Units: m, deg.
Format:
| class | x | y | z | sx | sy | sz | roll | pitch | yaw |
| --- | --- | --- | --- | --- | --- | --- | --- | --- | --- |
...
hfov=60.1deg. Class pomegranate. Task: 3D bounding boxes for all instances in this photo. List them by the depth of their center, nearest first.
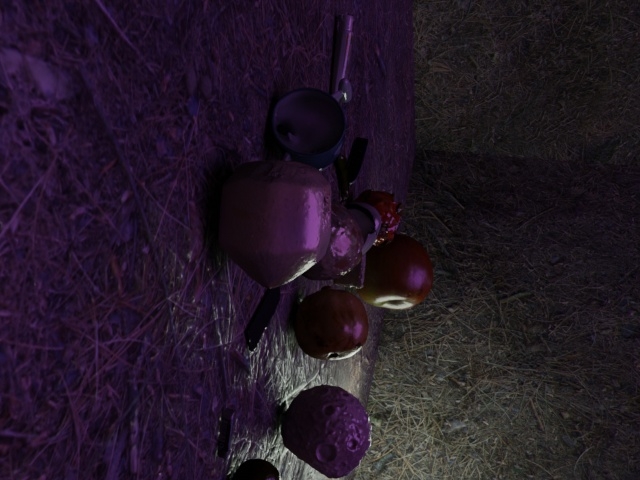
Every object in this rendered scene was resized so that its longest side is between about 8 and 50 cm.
| class | x | y | z | sx | sy | sz | roll | pitch | yaw |
| --- | --- | --- | --- | --- | --- | --- | --- | --- | --- |
| pomegranate | 0.028 | 0.234 | 1.583 | 0.215 | 0.215 | 0.215 | 7 | 90 | -75 |

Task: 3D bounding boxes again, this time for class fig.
| class | x | y | z | sx | sy | sz | roll | pitch | yaw |
| --- | --- | --- | --- | --- | --- | --- | --- | --- | --- |
| fig | -0.162 | 0.571 | 1.219 | 0.177 | 0.117 | 0.117 | -55 | 151 | -35 |

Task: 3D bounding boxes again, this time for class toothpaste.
| class | x | y | z | sx | sy | sz | roll | pitch | yaw |
| --- | --- | --- | --- | --- | --- | --- | --- | --- | --- |
| toothpaste | 0.060 | -0.504 | 1.652 | 0.056 | 0.058 | 0.314 | 29 | -65 | 58 |

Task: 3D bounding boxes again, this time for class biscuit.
| class | x | y | z | sx | sy | sz | roll | pitch | yaw |
| --- | --- | --- | --- | --- | --- | --- | --- | --- | --- |
| biscuit | 0.111 | 0.053 | 1.985 | 0.062 | 0.108 | 0.239 | -50 | 144 | -68 |

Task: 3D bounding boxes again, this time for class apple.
| class | x | y | z | sx | sy | sz | roll | pitch | yaw |
| --- | --- | --- | --- | --- | --- | --- | --- | --- | --- |
| apple | 0.299 | 0.124 | 2.307 | 0.339 | 0.339 | 0.339 | 7 | 90 | -75 |

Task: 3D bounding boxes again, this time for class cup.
| class | x | y | z | sx | sy | sz | roll | pitch | yaw |
| --- | --- | --- | --- | --- | --- | --- | --- | --- | --- |
| cup | -0.022 | -0.235 | 1.260 | 0.299 | 0.167 | 0.173 | -53 | 170 | -9 |

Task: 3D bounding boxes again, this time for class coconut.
| class | x | y | z | sx | sy | sz | roll | pitch | yaw |
| --- | --- | --- | --- | --- | --- | --- | --- | --- | --- |
| coconut | -0.081 | -0.029 | 1.022 | 0.224 | 0.224 | 0.234 | -10 | 94 | -75 |

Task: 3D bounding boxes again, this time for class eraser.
| class | x | y | z | sx | sy | sz | roll | pitch | yaw |
| --- | --- | --- | --- | --- | --- | --- | --- | --- | --- |
| eraser | -0.194 | 0.399 | 1.145 | 0.019 | 0.027 | 0.099 | 4 | 92 | -68 |

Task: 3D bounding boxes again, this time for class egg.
| class | x | y | z | sx | sy | sz | roll | pitch | yaw |
| --- | --- | --- | --- | --- | --- | --- | --- | --- | --- |
| egg | 0.000 | 0.000 | 1.368 | 0.245 | 0.203 | 0.203 | 27 | 70 | -57 |

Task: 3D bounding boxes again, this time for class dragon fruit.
| class | x | y | z | sx | sy | sz | roll | pitch | yaw |
| --- | --- | --- | --- | --- | --- | --- | --- | --- | --- |
| dragon fruit | 0.203 | -0.079 | 2.076 | 0.227 | 0.224 | 0.224 | -67 | 159 | -49 |

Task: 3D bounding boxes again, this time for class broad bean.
| class | x | y | z | sx | sy | sz | roll | pitch | yaw |
| --- | --- | --- | --- | --- | --- | --- | --- | --- | --- |
| broad bean | 0.076 | -0.214 | 1.867 | 0.227 | 0.039 | 0.069 | 82 | 26 | -46 |

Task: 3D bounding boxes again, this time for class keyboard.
| class | x | y | z | sx | sy | sz | roll | pitch | yaw |
| --- | --- | --- | --- | --- | --- | --- | --- | --- | --- |
| keyboard | -0.133 | 0.171 | 1.302 | 0.196 | 0.015 | 0.074 | -65 | 153 | -50 |

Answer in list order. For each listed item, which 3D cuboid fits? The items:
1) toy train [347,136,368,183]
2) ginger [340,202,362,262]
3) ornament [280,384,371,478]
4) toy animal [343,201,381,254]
| class | x | y | z | sx | sy | sz | roll | pitch | yaw |
| --- | --- | --- | --- | --- | --- | --- | --- | --- | --- |
| toy train | 0.127 | -0.279 | 2.007 | 0.051 | 0.052 | 0.234 | 85 | 18 | -53 |
| ginger | 0.045 | -0.048 | 1.578 | 0.334 | 0.081 | 0.148 | 43 | 51 | -54 |
| ornament | 0.020 | 0.531 | 1.572 | 0.225 | 0.259 | 0.259 | -55 | 157 | -15 |
| toy animal | 0.106 | -0.038 | 1.805 | 0.187 | 0.165 | 0.235 | -56 | 169 | 12 |
